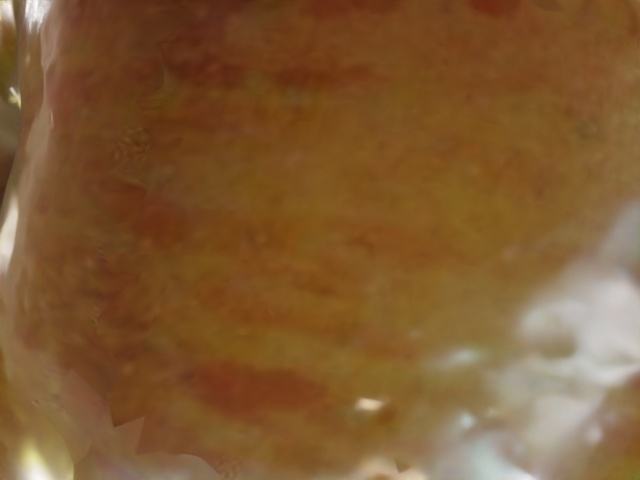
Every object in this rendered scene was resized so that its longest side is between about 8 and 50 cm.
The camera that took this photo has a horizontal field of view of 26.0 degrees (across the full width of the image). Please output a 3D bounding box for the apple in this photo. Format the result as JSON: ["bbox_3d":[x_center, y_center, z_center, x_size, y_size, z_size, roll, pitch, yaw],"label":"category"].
[{"bbox_3d":[0.000,0.000,0.586,0.334,0.400,0.400,11,-128,-3],"label":"apple"}]
